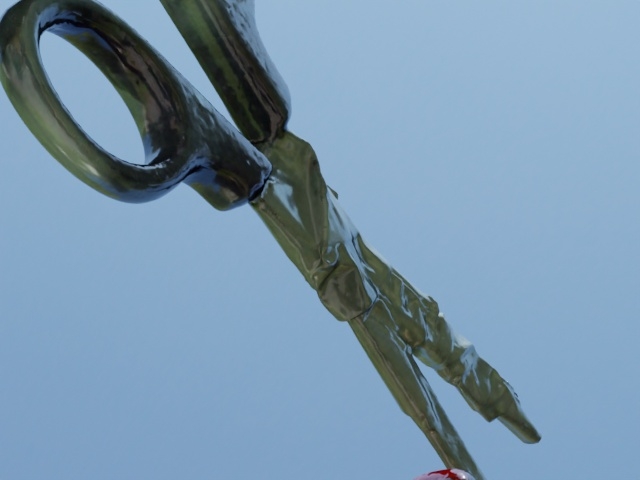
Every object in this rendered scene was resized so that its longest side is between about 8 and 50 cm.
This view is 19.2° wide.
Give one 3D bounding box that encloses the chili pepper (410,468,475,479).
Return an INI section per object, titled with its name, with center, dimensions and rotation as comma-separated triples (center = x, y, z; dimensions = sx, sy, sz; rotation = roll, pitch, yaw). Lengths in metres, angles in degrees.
[chili pepper]
center = 0.068, 0.237, 0.809
dimensions = 0.092, 0.137, 0.368
rotation = -51, -51, -31

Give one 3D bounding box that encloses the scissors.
[scissors]
center = 0.000, 0.000, 0.868
dimensions = 0.383, 0.029, 0.256
rotation = 53, -154, -22
